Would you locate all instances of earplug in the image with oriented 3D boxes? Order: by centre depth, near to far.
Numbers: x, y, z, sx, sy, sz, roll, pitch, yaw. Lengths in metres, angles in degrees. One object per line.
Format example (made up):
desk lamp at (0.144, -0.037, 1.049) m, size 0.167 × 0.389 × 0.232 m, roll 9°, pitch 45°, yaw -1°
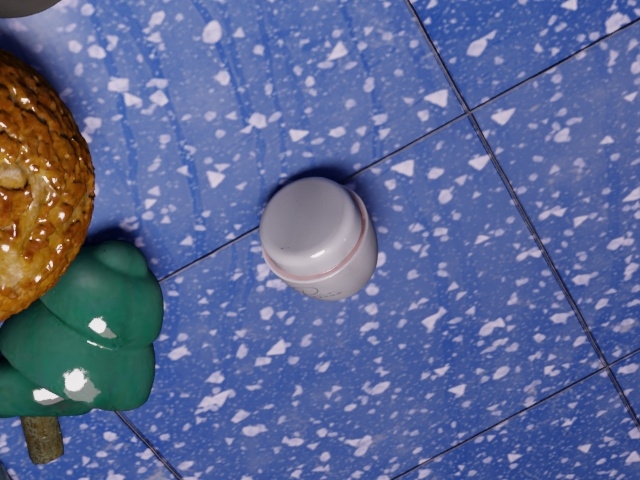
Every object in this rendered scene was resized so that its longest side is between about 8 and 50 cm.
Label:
earplug at (-0.288, 0.099, 1.945) m, size 0.257 × 0.164 × 0.280 m, roll 34°, pitch 105°, yaw -2°

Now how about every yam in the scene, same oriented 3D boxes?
yam at (-0.304, 0.206, 2.091) m, size 0.043 × 0.043 × 0.094 m, roll -13°, pitch 134°, yaw -10°

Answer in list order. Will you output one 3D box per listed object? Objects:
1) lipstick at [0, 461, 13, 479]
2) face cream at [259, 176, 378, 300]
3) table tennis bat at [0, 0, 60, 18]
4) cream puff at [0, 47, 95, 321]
lipstick at (-0.367, 0.299, 2.129) m, size 0.076 × 0.077 × 0.289 m, roll -25°, pitch 137°, yaw 2°
face cream at (0.000, 0.000, 1.964) m, size 0.117 × 0.117 × 0.104 m, roll -29°, pitch 143°, yaw 6°
table tennis bat at (-0.236, -0.298, 1.648) m, size 0.154 × 0.021 × 0.274 m, roll 17°, pitch 126°, yaw -34°
cream puff at (-0.343, -0.038, 1.718) m, size 0.303 × 0.212 × 0.303 m, roll -16°, pitch 137°, yaw -15°
